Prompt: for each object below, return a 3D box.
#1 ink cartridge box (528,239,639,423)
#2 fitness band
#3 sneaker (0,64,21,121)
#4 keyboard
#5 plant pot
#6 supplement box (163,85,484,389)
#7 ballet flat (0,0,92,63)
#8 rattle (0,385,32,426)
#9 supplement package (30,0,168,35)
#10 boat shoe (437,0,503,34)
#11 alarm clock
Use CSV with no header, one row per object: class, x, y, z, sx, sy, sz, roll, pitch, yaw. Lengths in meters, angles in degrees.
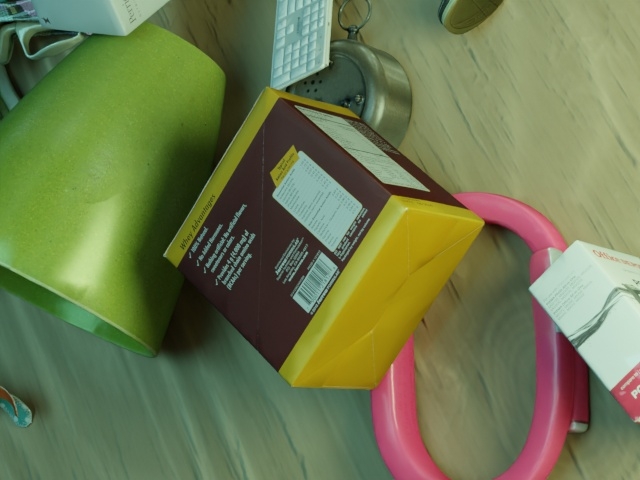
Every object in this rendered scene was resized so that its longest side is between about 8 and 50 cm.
ink cartridge box,0.254,0.076,1.257,0.063,0.109,0.150,-49,55,21
fitness band,0.137,0.099,1.389,0.209,0.054,0.291,-11,73,39
sneaker,-0.467,-0.184,1.839,0.158,0.182,0.410,-53,53,17
keyboard,-0.015,-0.266,1.564,0.072,0.014,0.256,-17,55,33
plant pot,-0.224,-0.072,1.599,0.275,0.275,0.293,17,75,39
supplement box,0.000,0.000,1.394,0.194,0.129,0.191,43,110,32
ballet flat,-0.347,-0.247,1.807,0.221,0.077,0.079,-3,82,20
rattle,-0.415,0.141,1.796,0.199,0.130,0.143,-10,45,27
supplement package,-0.189,-0.332,1.597,0.134,0.139,0.244,11,45,40
boat shoe,0.156,-0.262,1.446,0.152,0.056,0.049,-53,49,6
alarm clock,0.024,-0.150,1.522,0.129,0.064,0.192,-2,77,39
